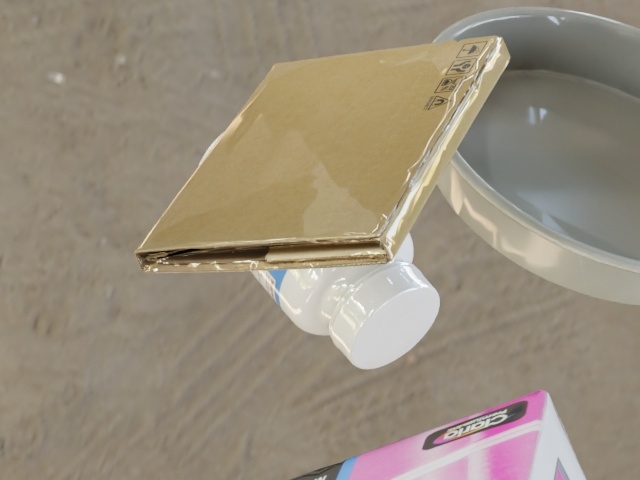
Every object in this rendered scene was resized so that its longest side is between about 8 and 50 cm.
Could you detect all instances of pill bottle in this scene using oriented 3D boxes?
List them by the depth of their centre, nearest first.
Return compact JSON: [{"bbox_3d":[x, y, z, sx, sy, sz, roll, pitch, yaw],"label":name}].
[{"bbox_3d":[0.000,0.000,1.649,0.124,0.124,0.221,-19,52,-32],"label":"pill bottle"}]

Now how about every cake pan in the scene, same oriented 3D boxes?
[{"bbox_3d":[0.202,-0.059,1.413,0.293,0.054,0.293,12,40,-10],"label":"cake pan"}]

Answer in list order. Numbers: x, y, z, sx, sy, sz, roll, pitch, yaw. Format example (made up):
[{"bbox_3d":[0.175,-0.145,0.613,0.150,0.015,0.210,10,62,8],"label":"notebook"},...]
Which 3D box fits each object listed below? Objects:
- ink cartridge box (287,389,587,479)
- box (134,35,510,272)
[{"bbox_3d":[-0.007,0.169,0.654,0.069,0.176,0.371,65,17,-14],"label":"ink cartridge box"},{"bbox_3d":[0.004,-0.051,1.154,0.164,0.021,0.201,-4,36,32],"label":"box"}]
